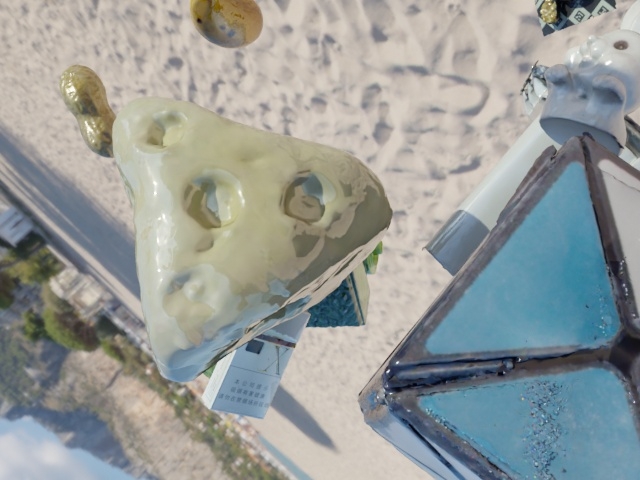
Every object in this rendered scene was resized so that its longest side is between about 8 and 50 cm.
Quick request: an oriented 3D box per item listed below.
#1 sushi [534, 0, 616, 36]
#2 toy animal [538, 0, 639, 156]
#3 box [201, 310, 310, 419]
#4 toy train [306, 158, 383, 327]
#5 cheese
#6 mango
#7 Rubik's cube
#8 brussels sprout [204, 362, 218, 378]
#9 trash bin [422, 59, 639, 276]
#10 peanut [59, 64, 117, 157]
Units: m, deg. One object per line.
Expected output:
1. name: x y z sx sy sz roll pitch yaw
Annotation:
1. sushi: 0.373 -0.387 0.942 0.126 0.026 0.120 -9 100 52
2. toy animal: 0.345 -0.213 0.701 0.130 0.221 0.103 31 -178 -31
3. box: -0.082 0.148 0.799 0.083 0.154 0.040 22 -176 -30
4. toy train: 0.000 0.000 0.909 0.159 0.188 0.272 -3 129 15
5. cheese: -0.063 -0.031 0.576 0.174 0.247 0.251 119 131 -66
6. mango: -0.192 -0.446 1.244 0.178 0.115 0.090 -3 -130 -54
7. Rubik's cube: 0.241 0.138 0.604 0.307 0.305 0.310 38 163 12
8. brussels sprout: -0.154 0.166 1.102 0.223 0.161 0.223 20 122 37
9. trash bin: 0.347 -0.069 1.041 0.296 0.368 0.256 45 -171 7
10. peanut: -0.439 -0.248 1.193 0.193 0.089 0.089 63 160 -5
